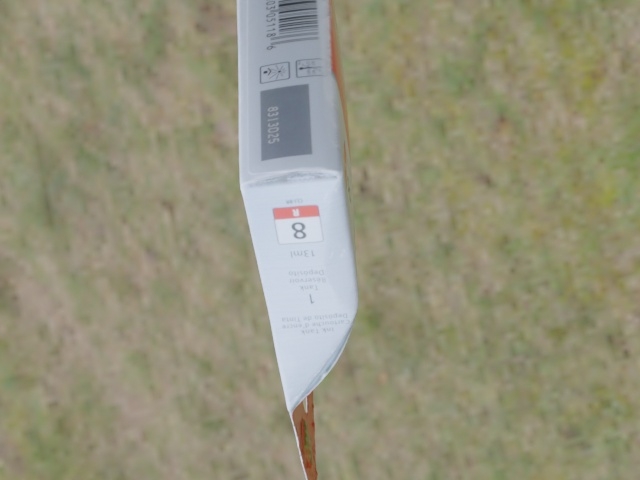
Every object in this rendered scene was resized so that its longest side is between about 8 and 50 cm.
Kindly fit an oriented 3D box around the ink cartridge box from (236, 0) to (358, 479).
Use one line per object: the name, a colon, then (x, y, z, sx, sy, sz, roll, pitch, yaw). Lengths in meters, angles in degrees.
ink cartridge box: (0.000, 0.000, 0.802, 0.145, 0.045, 0.179, -93, -8, -51)
